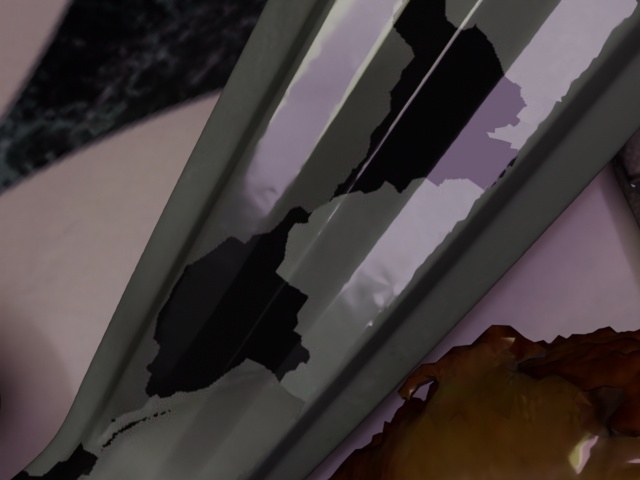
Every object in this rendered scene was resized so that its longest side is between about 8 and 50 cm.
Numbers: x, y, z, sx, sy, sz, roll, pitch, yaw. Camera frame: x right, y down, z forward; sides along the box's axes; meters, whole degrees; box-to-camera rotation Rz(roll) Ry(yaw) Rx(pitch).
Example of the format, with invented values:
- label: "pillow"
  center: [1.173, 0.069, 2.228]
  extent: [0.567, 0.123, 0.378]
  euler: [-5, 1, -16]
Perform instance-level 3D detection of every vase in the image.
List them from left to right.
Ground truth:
- label: "vase"
  center: [0.000, 0.000, 0.509]
  extent: [0.165, 0.165, 0.360]
  euler: [36, 91, 8]

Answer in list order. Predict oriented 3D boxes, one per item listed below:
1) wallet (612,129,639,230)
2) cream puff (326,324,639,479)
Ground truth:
- label: "wallet"
  center: [0.285, 0.002, 0.529]
  extent: [0.275, 0.068, 0.335]
  euler: [-18, 74, -2]
- label: "cream puff"
  center: [0.129, 0.184, 0.420]
  extent: [0.351, 0.229, 0.350]
  euler: [5, 101, 25]
